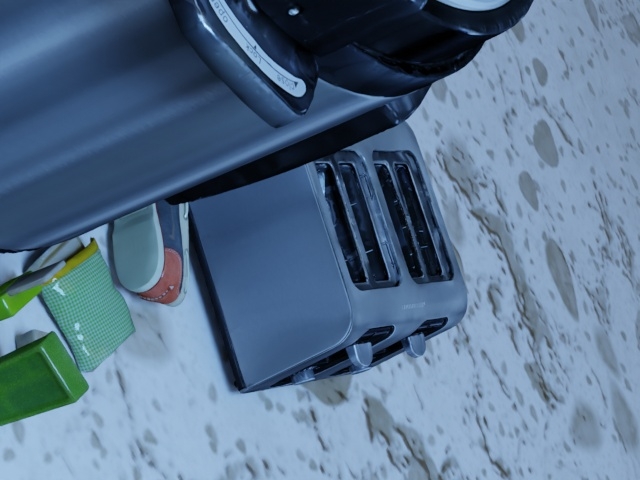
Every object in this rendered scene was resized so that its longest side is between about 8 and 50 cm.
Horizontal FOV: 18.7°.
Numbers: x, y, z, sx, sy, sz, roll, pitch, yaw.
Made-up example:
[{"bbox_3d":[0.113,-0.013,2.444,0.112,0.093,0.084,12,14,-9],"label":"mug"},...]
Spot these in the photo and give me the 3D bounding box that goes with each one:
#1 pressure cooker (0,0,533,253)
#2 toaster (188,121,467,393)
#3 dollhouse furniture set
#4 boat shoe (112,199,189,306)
[{"bbox_3d":[-0.078,-0.212,0.989,0.375,0.420,0.370,-17,85,-62],"label":"pressure cooker"},{"bbox_3d":[0.000,0.000,1.290,0.168,0.110,0.186,-2,72,-60],"label":"toaster"},{"bbox_3d":[-0.136,0.043,1.091,0.076,0.058,0.152,61,31,-13],"label":"dollhouse furniture set"},{"bbox_3d":[-0.103,-0.026,1.202,0.043,0.049,0.137,29,50,-52],"label":"boat shoe"}]
